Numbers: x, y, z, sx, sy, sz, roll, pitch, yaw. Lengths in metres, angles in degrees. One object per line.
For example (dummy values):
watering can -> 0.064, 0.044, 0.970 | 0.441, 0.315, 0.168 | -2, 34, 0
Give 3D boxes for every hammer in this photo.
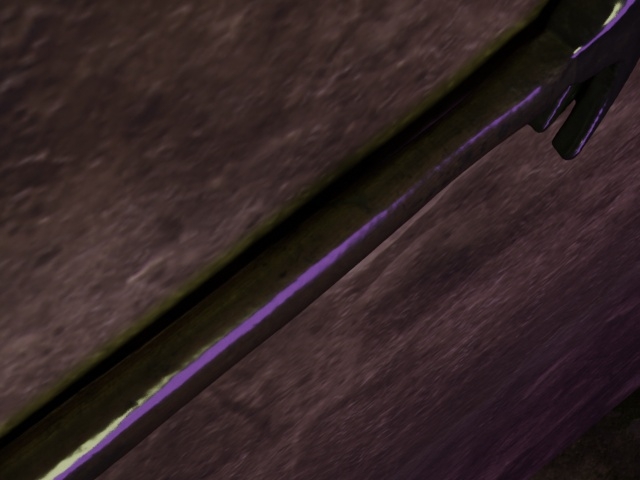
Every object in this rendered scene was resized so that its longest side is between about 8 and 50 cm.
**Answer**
hammer -> 0.000, 0.000, 0.506 | 0.440, 0.044, 0.168 | -38, 155, -9
